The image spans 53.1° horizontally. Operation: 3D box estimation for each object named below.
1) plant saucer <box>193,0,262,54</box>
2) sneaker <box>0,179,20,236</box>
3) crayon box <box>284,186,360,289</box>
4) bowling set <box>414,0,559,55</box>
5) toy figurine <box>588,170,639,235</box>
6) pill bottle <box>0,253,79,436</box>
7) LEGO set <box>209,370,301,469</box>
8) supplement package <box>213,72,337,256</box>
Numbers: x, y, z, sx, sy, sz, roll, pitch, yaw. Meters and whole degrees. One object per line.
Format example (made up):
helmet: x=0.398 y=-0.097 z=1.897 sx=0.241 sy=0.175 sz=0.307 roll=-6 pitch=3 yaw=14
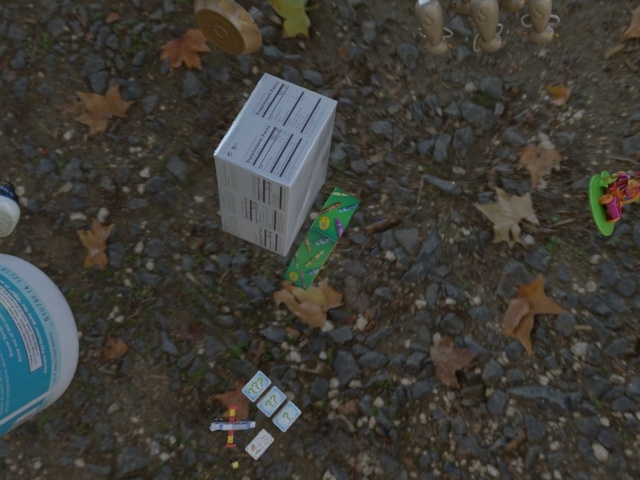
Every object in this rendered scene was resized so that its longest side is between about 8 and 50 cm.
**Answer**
plant saucer: x=-0.100 y=-0.220 z=0.661 sx=0.083 sy=0.083 sz=0.015 roll=30 pitch=70 yaw=8
sneaker: x=-0.370 y=-0.042 z=0.718 sx=0.058 sy=0.085 sz=0.152 roll=31 pitch=143 yaw=-31
crayon box: x=0.000 y=0.000 z=1.766 sx=0.081 sy=0.165 sz=0.278 roll=31 pitch=144 yaw=0
bowling set: x=0.350 y=-0.494 z=1.304 sx=0.286 sy=0.154 sz=0.200 roll=10 pitch=70 yaw=25
toy figurine: x=0.650 y=-0.098 z=1.294 sx=0.159 sy=0.173 sz=0.130 roll=-13 pitch=116 yaw=41
pill bottle: x=-0.307 y=0.106 z=0.444 sx=0.146 sy=0.264 sz=0.146 roll=4 pitch=103 yaw=17
LEGO set: x=-0.189 y=0.516 z=1.785 sx=0.244 sy=0.060 sz=0.182 roll=-45 pitch=106 yaw=-15
supplement package: x=-0.083 y=-0.133 z=1.194 sx=0.145 sy=0.262 sz=0.204 roll=23 pitch=63 yaw=6
